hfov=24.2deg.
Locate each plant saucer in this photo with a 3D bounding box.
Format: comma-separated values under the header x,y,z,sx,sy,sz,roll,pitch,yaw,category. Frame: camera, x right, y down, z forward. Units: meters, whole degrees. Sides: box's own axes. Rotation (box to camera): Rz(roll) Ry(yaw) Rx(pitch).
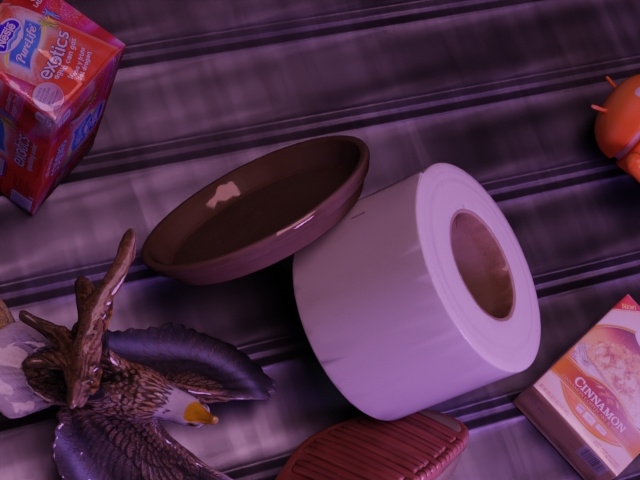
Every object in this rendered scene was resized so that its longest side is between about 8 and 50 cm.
x,y,z,sx,sy,sz,roll,pitch,yaw,category
-0.067,-0.031,1.649,0.278,0.278,0.041,-38,114,-27,plant saucer

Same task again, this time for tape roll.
x,y,z,sx,sy,sz,roll,pitch,yaw,category
0.109,0.057,1.639,0.246,0.169,0.246,38,40,-40,tape roll

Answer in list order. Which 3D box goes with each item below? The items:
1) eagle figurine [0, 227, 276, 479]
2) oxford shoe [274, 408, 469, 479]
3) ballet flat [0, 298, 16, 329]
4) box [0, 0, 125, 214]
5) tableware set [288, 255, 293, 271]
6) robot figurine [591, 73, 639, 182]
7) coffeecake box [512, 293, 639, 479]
x,y,z,sx,sy,sz,roll,pitch,yaw,category
-0.182,0.169,1.552,0.226,0.298,0.225,-38,54,-1,eagle figurine
0.014,0.311,1.606,0.397,0.146,0.140,-28,36,-37,oxford shoe
-0.430,0.001,1.598,0.123,0.123,0.348,-27,77,-25,ballet flat
-0.311,-0.150,1.607,0.128,0.257,0.122,36,63,0,box
0.000,0.000,1.773,0.154,0.024,0.104,41,62,3,tableware set
0.442,-0.126,1.907,0.219,0.128,0.158,36,84,0,robot figurine
0.346,0.179,1.780,0.185,0.068,0.142,-39,82,-28,coffeecake box
